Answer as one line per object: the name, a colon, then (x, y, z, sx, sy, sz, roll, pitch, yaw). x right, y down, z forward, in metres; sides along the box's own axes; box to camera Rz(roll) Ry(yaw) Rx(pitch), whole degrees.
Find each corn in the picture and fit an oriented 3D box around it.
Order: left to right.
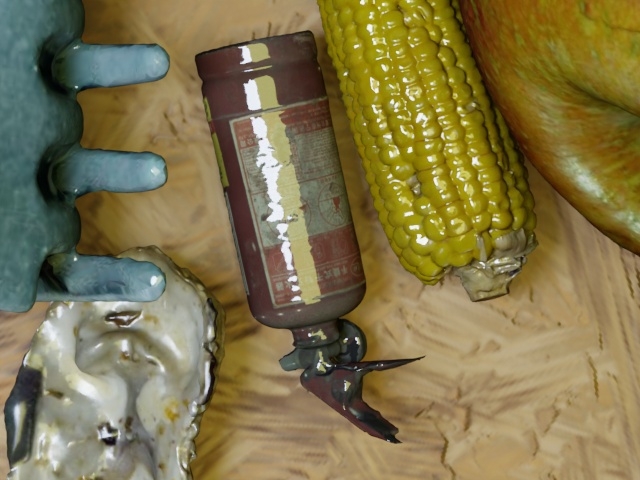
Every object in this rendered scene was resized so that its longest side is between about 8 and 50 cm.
corn: (0.059, -0.086, 1.178, 0.097, 0.097, 0.262, -20, 93, -6)

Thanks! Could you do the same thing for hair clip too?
hair clip: (-0.223, -0.111, 1.061, 0.238, 0.392, 0.318, 1, 89, -32)

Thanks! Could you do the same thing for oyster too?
oyster: (-0.144, 0.169, 1.177, 0.128, 0.078, 0.345, 17, 91, 14)

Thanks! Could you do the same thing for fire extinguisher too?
fire extinguisher: (-0.008, 0.002, 1.166, 0.075, 0.106, 0.252, -13, 93, -26)

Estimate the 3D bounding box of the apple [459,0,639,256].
apple: (0.269, -0.157, 1.091, 0.374, 0.374, 0.384, -45, 127, -4)
